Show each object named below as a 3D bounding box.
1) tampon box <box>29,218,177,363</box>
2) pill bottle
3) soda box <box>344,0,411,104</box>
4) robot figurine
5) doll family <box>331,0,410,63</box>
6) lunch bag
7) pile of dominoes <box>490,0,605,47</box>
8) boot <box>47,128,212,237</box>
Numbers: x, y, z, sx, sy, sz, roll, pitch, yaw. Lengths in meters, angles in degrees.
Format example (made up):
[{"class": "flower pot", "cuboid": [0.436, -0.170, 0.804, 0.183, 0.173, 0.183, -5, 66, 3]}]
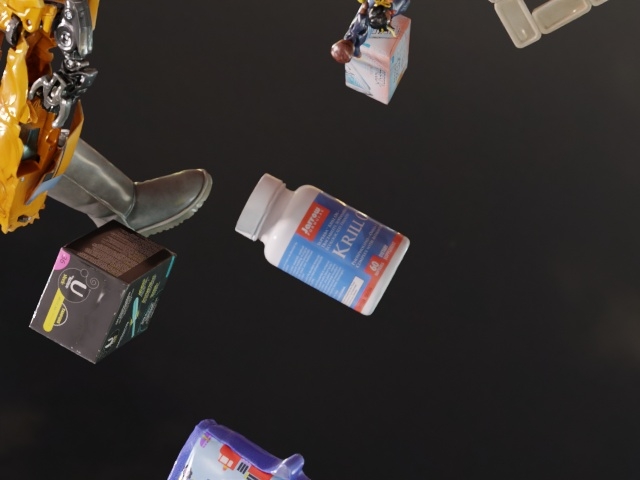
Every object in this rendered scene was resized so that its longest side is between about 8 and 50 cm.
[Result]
[{"class": "tampon box", "cuboid": [-0.273, 0.062, 2.114, 0.101, 0.120, 0.161, 28, -160, 10]}, {"class": "pill bottle", "cuboid": [0.000, 0.000, 2.293, 0.222, 0.124, 0.124, 28, -155, 2]}, {"class": "soda box", "cuboid": [0.068, -0.226, 2.017, 0.063, 0.058, 0.183, 26, 169, 7]}, {"class": "robot figurine", "cuboid": [-0.300, -0.163, 1.603, 0.211, 0.291, 0.085, 38, -143, 19]}, {"class": "doll family", "cuboid": [0.057, -0.261, 1.740, 0.076, 0.193, 0.111, 15, -129, 20]}, {"class": "lunch bag", "cuboid": [-0.082, 0.350, 1.846, 0.221, 0.293, 0.138, 33, -147, 19]}, {"class": "pile of dominoes", "cuboid": [0.225, -0.343, 1.674, 0.251, 0.196, 0.040, 56, -164, -25]}, {"class": "boot", "cuboid": [-0.270, -0.086, 2.187, 0.208, 0.190, 0.076, 49, -164, -40]}]
